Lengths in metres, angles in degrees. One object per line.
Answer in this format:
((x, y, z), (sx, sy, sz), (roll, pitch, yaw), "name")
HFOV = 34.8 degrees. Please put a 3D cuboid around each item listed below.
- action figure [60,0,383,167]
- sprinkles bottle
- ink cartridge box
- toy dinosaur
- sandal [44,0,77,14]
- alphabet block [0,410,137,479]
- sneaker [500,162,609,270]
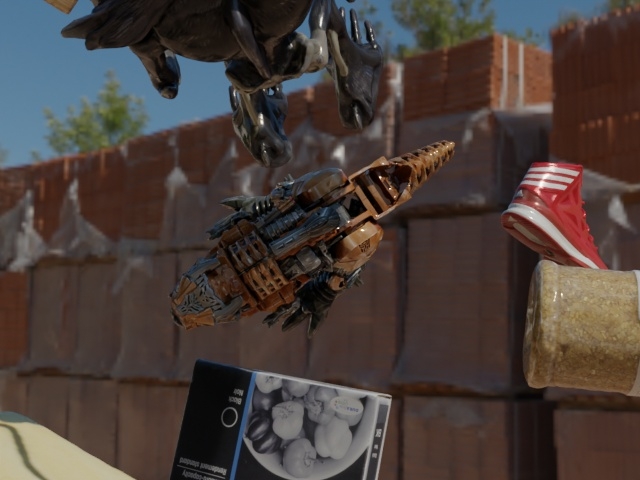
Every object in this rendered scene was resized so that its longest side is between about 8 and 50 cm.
((-0.045, -0.138, 0.554), (0.164, 0.141, 0.275), (-25, -17, 5), "action figure")
((0.367, 0.091, 0.920), (0.356, 0.121, 0.121), (5, -4, 7), "sprinkles bottle")
((-0.047, 0.226, 0.937), (0.206, 0.208, 0.045), (6, -8, 31), "ink cartridge box")
((0.000, 0.000, 0.992), (0.322, 0.164, 0.218), (-10, -10, -17), "toy dinosaur")
((-0.370, -0.286, 1.043), (0.240, 0.079, 0.088), (32, 9, -25), "sandal")
((-0.169, 0.222, 0.510), (0.197, 0.193, 0.192), (22, 11, 25), "alphabet block")
((0.336, -0.024, 1.335), (0.087, 0.128, 0.221), (10, -22, 50), "sneaker")
